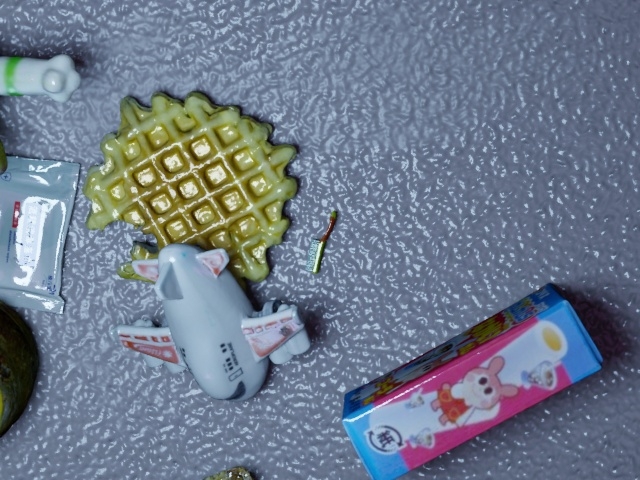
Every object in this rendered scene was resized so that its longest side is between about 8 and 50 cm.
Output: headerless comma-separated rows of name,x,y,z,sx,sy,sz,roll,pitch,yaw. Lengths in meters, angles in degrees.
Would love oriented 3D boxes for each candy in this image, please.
candy,0.179,0.170,1.741,0.306,0.157,0.100,-28,93,5

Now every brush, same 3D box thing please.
brush,0.000,0.000,1.802,0.021,0.019,0.083,20,97,10

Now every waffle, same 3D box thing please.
waffle,-0.164,-0.059,1.787,0.261,0.056,0.250,14,95,3

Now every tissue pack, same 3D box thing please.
tissue pack,-0.374,-0.009,1.812,0.123,0.026,0.193,7,96,1

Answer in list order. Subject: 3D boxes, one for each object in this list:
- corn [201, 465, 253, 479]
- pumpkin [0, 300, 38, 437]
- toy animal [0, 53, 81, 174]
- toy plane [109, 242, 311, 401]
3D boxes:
corn,-0.201,0.380,1.808,0.290,0.098,0.098,-34,93,1
pumpkin,-0.505,0.196,1.774,0.317,0.139,0.221,-14,105,1
toy animal,-0.474,-0.195,1.734,0.363,0.180,0.181,17,103,-6
toy plane,-0.135,0.102,1.735,0.252,0.118,0.252,8,134,8
